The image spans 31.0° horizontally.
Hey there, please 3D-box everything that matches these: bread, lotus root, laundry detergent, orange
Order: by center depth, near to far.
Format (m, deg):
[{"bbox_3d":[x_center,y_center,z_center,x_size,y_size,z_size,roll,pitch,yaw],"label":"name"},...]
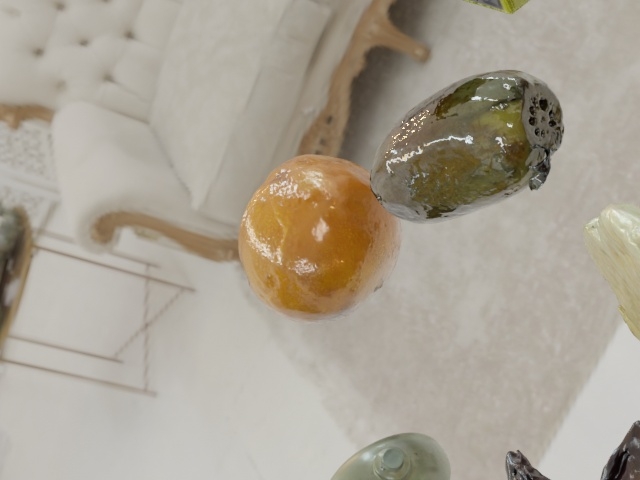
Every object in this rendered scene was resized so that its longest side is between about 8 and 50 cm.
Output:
[{"bbox_3d":[0.259,0.081,0.759,0.039,0.182,0.251,-30,81,-3],"label":"bread"},{"bbox_3d":[0.138,-0.090,1.142,0.124,0.123,0.241,-40,11,-39],"label":"lotus root"},{"bbox_3d":[0.084,0.315,1.447,0.253,0.181,0.091,85,163,-61],"label":"laundry detergent"},{"bbox_3d":[0.000,0.000,1.758,0.261,0.261,0.261,-30,52,46],"label":"orange"}]

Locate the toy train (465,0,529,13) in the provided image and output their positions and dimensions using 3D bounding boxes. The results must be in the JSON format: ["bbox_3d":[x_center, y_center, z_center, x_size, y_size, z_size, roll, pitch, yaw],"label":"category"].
[{"bbox_3d":[0.125,-0.240,0.862,0.127,0.089,0.219,-41,42,-17],"label":"toy train"}]

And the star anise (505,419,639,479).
[{"bbox_3d":[0.125,0.157,0.516,0.212,0.053,0.157,104,165,-58],"label":"star anise"}]
